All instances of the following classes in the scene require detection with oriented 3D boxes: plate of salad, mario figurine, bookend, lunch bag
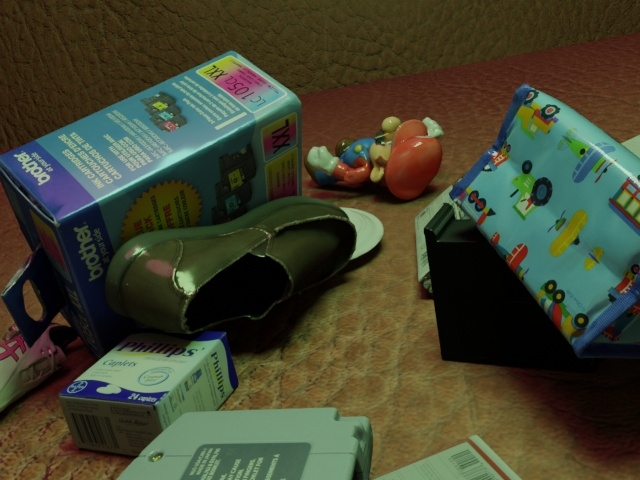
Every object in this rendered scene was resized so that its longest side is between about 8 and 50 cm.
[{"bbox_3d":[0.000,0.000,1.081,0.200,0.048,0.200,-6,28,3],"label":"plate of salad"},{"bbox_3d":[0.102,-0.181,1.318,0.320,0.170,0.198,6,60,55],"label":"mario figurine"},{"bbox_3d":[0.199,0.045,0.711,0.156,0.157,0.072,0,24,29],"label":"bookend"},{"bbox_3d":[0.309,-0.002,0.650,0.293,0.138,0.221,13,32,-32],"label":"lunch bag"}]

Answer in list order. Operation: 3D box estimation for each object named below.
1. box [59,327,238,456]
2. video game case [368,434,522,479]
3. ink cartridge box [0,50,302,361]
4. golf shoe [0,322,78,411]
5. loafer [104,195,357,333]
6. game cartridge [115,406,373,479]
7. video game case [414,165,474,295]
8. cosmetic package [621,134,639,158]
[{"bbox_3d":[-0.178,0.157,0.735,0.126,0.072,0.137,-1,23,25],"label":"box"},{"bbox_3d":[0.037,0.243,0.469,0.285,0.025,0.204,-17,22,-15],"label":"video game case"},{"bbox_3d":[-0.214,-0.026,0.869,0.395,0.270,0.151,-32,54,-27],"label":"ink cartridge box"},{"bbox_3d":[-0.366,0.150,0.858,0.086,0.067,0.186,-9,21,3],"label":"golf shoe"},{"bbox_3d":[-0.073,0.044,0.842,0.130,0.133,0.366,31,34,35],"label":"loafer"},{"bbox_3d":[-0.080,0.223,0.473,0.198,0.062,0.297,-9,21,17],"label":"game cartridge"},{"bbox_3d":[0.219,-0.044,0.947,0.210,0.042,0.232,-42,12,19],"label":"video game case"},{"bbox_3d":[0.421,-0.065,0.938,0.231,0.117,0.085,-23,25,-30],"label":"cosmetic package"}]
